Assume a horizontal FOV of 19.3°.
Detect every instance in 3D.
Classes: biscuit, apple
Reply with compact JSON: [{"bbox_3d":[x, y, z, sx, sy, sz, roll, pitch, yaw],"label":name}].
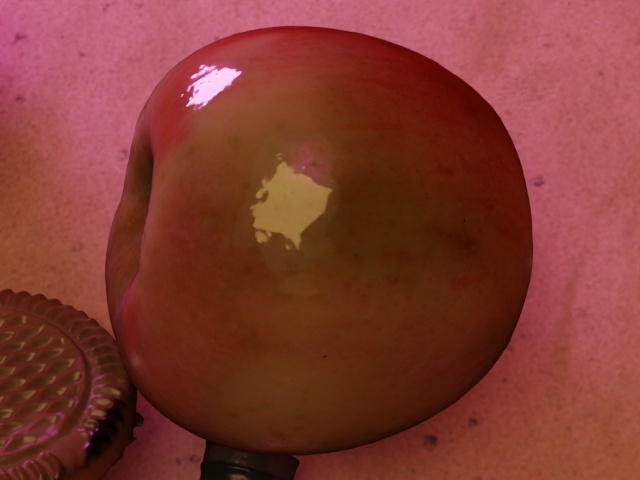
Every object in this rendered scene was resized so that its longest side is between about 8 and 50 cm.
[{"bbox_3d":[-0.259,0.128,1.404,0.259,0.079,0.259,1,39,-1],"label":"biscuit"},{"bbox_3d":[0.000,0.000,1.342,0.277,0.319,0.319,7,70,-15],"label":"apple"}]

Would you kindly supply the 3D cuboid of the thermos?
[{"bbox_3d":[-0.072,0.246,1.394,0.073,0.083,0.187,5,72,35],"label":"thermos"}]
